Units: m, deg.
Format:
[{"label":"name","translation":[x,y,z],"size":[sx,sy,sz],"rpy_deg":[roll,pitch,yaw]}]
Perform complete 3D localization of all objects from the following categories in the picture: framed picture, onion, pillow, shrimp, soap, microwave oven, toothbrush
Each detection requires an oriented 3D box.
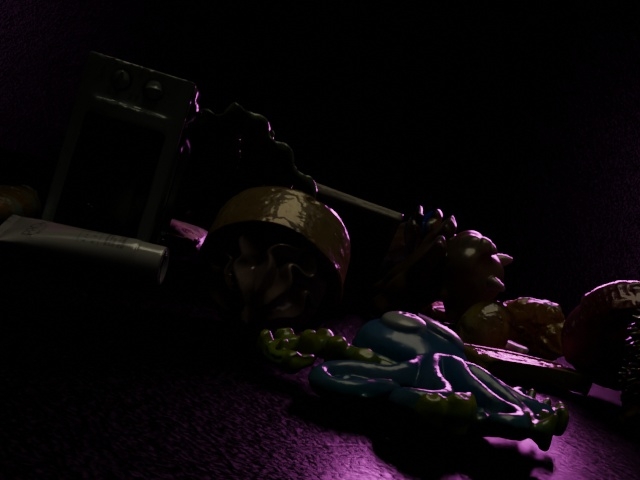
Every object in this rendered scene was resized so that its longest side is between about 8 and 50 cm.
[{"label":"framed picture","translation":[0.000,0.000,2.039],"size":[0.247,0.022,0.335],"rpy_deg":[20,-31,1]},{"label":"onion","translation":[0.509,0.178,1.801],"size":[0.230,0.163,0.230],"rpy_deg":[7,-40,6]},{"label":"pillow","translation":[-0.331,-0.027,2.115],"size":[0.255,0.059,0.169],"rpy_deg":[18,6,4]},{"label":"shrimp","translation":[0.141,0.024,2.255],"size":[0.221,0.110,0.445],"rpy_deg":[23,-23,-9]},{"label":"soap","translation":[0.319,0.203,1.755],"size":[0.252,0.037,0.092],"rpy_deg":[15,2,-35]},{"label":"microwave oven","translation":[-0.295,-0.117,1.686],"size":[0.181,0.295,0.237],"rpy_deg":[16,3,-5]},{"label":"toothbrush","translation":[0.246,0.162,2.058],"size":[0.042,0.040,0.418],"rpy_deg":[12,5,-32]},{"label":"shrimp","translation":[-0.532,-0.053,1.612],"size":[0.287,0.068,0.185],"rpy_deg":[3,6,-33]}]

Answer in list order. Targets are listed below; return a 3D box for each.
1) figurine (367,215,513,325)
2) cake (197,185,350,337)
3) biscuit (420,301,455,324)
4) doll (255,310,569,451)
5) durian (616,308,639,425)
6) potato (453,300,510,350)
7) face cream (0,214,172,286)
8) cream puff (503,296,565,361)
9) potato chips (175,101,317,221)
[{"label":"figurine","translation":[0.230,0.084,2.010],"size":[0.173,0.247,0.177],"rpy_deg":[42,16,-7]},{"label":"cake","translation":[-0.062,0.052,1.390],"size":[0.185,0.178,0.207],"rpy_deg":[4,-38,13]},{"label":"biscuit","translation":[0.301,0.163,2.391],"size":[0.215,0.034,0.182],"rpy_deg":[17,3,-3]},{"label":"doll","translation":[0.122,0.142,1.197],"size":[0.346,0.098,0.341],"rpy_deg":[12,3,-27]},{"label":"durian","translation":[0.558,0.183,1.612],"size":[0.293,0.258,0.258],"rpy_deg":[9,7,-35]},{"label":"potato","translation":[0.272,0.147,1.890],"size":[0.096,0.103,0.066],"rpy_deg":[17,0,34]},{"label":"face cream","translation":[-0.329,0.009,1.527],"size":[0.244,0.058,0.092],"rpy_deg":[13,21,3]},{"label":"cream puff","translation":[0.401,0.177,2.102],"size":[0.146,0.116,0.146],"rpy_deg":[3,-24,1]},{"label":"potato chips","translation":[-0.155,-0.080,1.915],"size":[0.373,0.097,0.389],"rpy_deg":[36,-30,1]}]
